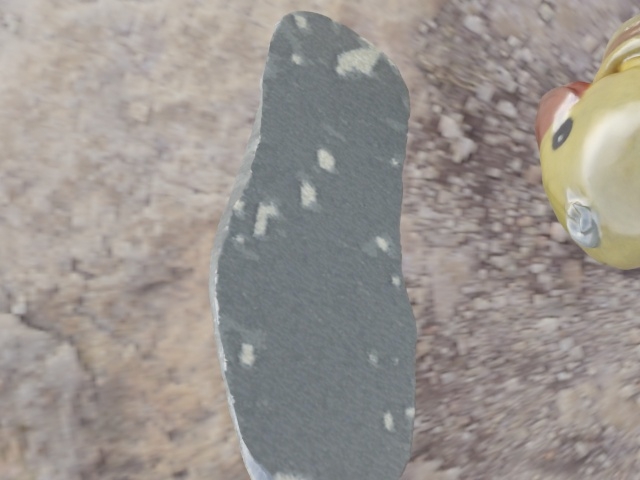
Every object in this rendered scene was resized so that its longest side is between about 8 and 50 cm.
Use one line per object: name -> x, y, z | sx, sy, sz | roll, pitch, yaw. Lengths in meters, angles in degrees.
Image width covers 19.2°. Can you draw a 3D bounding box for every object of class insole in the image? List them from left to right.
insole -> 0.000, 0.000, 0.664 | 0.081, 0.248, 0.011 | 27, 129, -18

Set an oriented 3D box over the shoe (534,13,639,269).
shoe -> 0.112, -0.023, 0.474 | 0.109, 0.072, 0.069 | 16, 56, -6
